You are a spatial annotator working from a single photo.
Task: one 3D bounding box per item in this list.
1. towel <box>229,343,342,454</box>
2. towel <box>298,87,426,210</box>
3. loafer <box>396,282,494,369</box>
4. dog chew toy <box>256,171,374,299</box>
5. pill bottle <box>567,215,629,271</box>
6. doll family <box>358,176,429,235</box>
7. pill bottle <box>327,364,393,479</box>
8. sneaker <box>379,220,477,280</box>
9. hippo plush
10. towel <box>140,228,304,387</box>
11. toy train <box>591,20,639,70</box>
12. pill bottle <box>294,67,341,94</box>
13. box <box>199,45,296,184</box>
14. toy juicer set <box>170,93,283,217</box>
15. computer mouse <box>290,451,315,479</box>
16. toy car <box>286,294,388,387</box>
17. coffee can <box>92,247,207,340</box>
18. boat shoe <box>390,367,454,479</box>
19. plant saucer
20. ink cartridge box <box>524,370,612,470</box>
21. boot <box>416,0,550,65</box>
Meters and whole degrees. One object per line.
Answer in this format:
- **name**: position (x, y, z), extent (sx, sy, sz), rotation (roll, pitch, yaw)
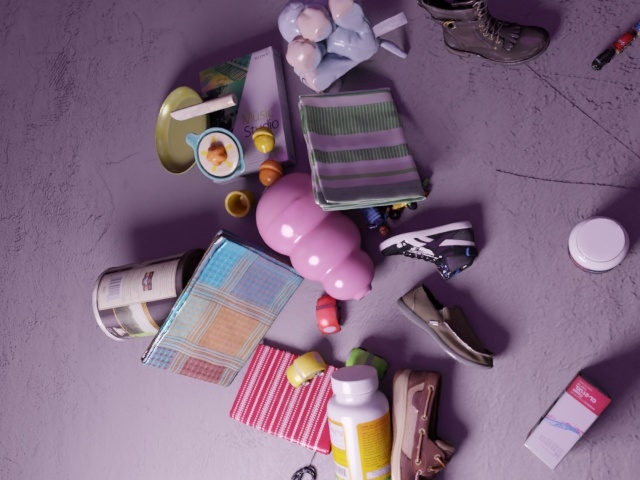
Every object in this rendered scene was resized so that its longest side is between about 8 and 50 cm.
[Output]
- **towel**: position (-0.065, 0.374, 1.398), extent (0.274, 0.031, 0.199), rotation (13, 67, 23)
- **towel**: position (0.086, -0.220, 1.355), extent (0.247, 0.038, 0.325), rotation (-7, 61, -8)
- **loafer**: position (0.281, 0.184, 1.279), extent (0.251, 0.094, 0.087), rotation (38, 102, 22)
- **dog chew toy**: position (0.000, 0.000, 1.370), extent (0.206, 0.206, 0.332), rotation (-42, 79, 12)
- **pill bottle**: position (0.544, 0.008, 1.147), extent (0.108, 0.180, 0.108), rotation (-3, 82, 22)
- **doll family**: position (0.172, -0.090, 1.375), extent (0.193, 0.076, 0.111), rotation (-41, 75, 18)
- **pill bottle**: position (0.087, 0.406, 1.275), extent (0.136, 0.136, 0.246), rotation (-4, 98, 22)
- **sneaker**: position (0.245, 0.037, 1.320), extent (0.216, 0.079, 0.121), rotation (-15, 76, 19)
- **hippo plush**: position (0.020, -0.531, 1.379), extent (0.294, 0.234, 0.237), rotation (-26, 59, -7)
- **towel**: position (-0.226, 0.179, 1.407), extent (0.370, 0.271, 0.040), rotation (-57, 38, 7)
- **toy train**: position (0.644, -0.423, 1.239), extent (0.158, 0.036, 0.027), rotation (-41, 71, 13)
- **pill bottle**: position (-0.010, -0.417, 1.489), extent (0.120, 0.067, 0.067), rotation (42, 99, 21)
- **box**: position (-0.198, -0.331, 1.561), extent (0.232, 0.058, 0.322), rotation (-13, 78, 20)
- **toy juicer set**: position (-0.225, -0.237, 1.456), extent (0.209, 0.089, 0.329), rotation (-32, 95, 24)
- **computer mouse**: position (-0.019, 0.506, 1.390), extent (0.071, 0.041, 0.242), rotation (26, 94, 22)
- **toy car**: position (0.049, 0.259, 1.363), extent (0.225, 0.053, 0.239), rotation (20, 77, 22)
- **coffee can**: position (-0.412, 0.142, 1.510), extent (0.275, 0.201, 0.202), rotation (-11, 79, 21)
- **boat shoe**: position (0.226, 0.451, 1.258), extent (0.123, 0.123, 0.342), rotation (-4, 75, 23)
- **plant saucer**: position (-0.374, -0.300, 1.608), extent (0.241, 0.037, 0.241), rotation (-2, 88, 42)
- **ink cartridge box**: position (0.487, 0.352, 1.155), extent (0.072, 0.127, 0.175), rotation (39, 98, 23)
- **boot**: position (0.354, -0.467, 1.259), extent (0.263, 0.229, 0.091), rotation (10, 87, 23)
